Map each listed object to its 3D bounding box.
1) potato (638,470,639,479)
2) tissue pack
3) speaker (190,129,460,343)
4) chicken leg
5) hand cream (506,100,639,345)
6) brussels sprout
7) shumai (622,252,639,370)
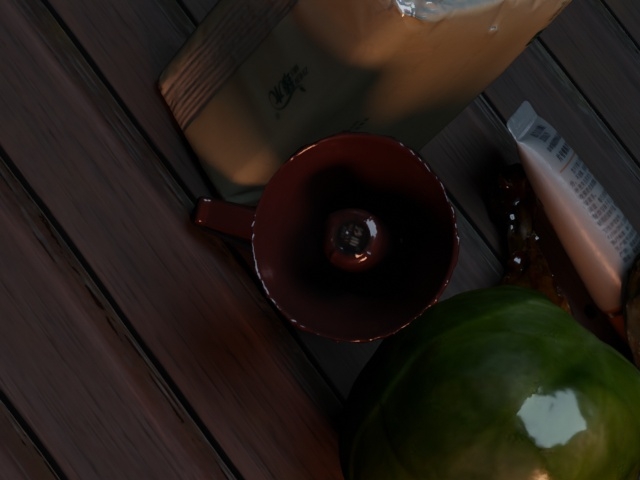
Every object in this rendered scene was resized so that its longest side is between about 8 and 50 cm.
[{"bbox_3d":[0.407,0.312,1.973,0.120,0.100,0.261,-19,86,-2],"label":"potato"},{"bbox_3d":[0.048,-0.222,1.858,0.297,0.380,0.207,-17,72,-40],"label":"tissue pack"},{"bbox_3d":[0.003,0.020,1.765,0.259,0.329,0.198,-11,83,0],"label":"speaker"},{"bbox_3d":[0.242,0.034,2.036,0.113,0.093,0.304,38,33,-38],"label":"chicken leg"},{"bbox_3d":[0.316,-0.024,2.071,0.314,0.089,0.139,59,23,-3],"label":"hand cream"},{"bbox_3d":[0.170,0.184,1.732,0.281,0.289,0.355,28,25,4],"label":"brussels sprout"},{"bbox_3d":[0.474,0.065,1.965,0.222,0.203,0.272,10,93,-13],"label":"shumai"}]
